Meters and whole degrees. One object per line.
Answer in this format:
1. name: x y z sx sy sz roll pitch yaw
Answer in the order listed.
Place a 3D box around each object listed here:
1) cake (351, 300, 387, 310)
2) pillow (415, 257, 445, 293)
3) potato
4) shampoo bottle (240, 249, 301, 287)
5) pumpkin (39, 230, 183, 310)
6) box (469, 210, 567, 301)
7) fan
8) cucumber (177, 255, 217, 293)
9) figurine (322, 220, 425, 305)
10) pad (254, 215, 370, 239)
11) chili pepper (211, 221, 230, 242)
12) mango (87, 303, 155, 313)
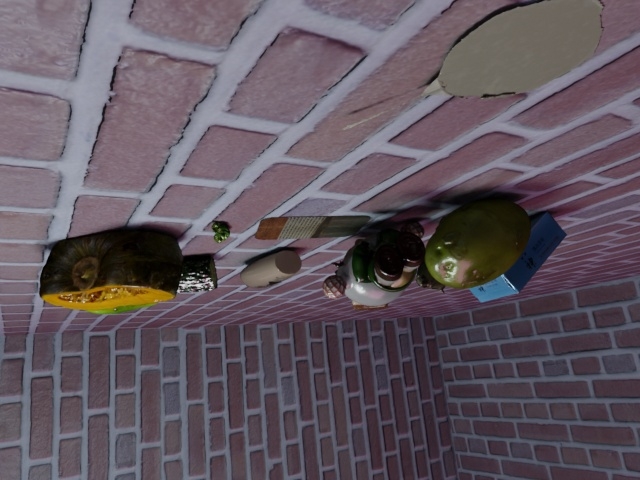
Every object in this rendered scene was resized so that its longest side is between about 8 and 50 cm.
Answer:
1. cake: 0.168 0.166 1.744 0.135 0.135 0.147 -6 161 4
2. pillow: 0.275 0.049 1.160 0.051 0.093 0.241 -30 -167 39
3. potato: 0.335 0.009 1.065 0.253 0.186 0.148 -30 -152 -16
4. shampoo bottle: -0.149 0.088 1.414 0.127 0.078 0.257 -1 168 -32
5. pumpkin: -0.450 0.075 1.126 0.318 0.139 0.222 -12 162 18
6. box: 0.474 0.042 1.239 0.232 0.083 0.142 -42 180 -24
7. fan: 0.160 -0.188 0.591 0.310 0.010 0.182 -16 162 26
8. cucumber: -0.455 0.101 1.315 0.360 0.096 0.096 -6 166 -4
9. figurine: 0.138 0.058 1.143 0.281 0.167 0.370 -34 175 -11
10. pad: 0.000 -0.024 1.079 0.250 0.055 0.323 -2 -177 -14
11. chili pepper: -0.214 -0.016 1.084 0.034 0.030 0.091 21 161 -2
12. mango: -0.567 0.152 1.441 0.233 0.111 0.125 3 168 -35
